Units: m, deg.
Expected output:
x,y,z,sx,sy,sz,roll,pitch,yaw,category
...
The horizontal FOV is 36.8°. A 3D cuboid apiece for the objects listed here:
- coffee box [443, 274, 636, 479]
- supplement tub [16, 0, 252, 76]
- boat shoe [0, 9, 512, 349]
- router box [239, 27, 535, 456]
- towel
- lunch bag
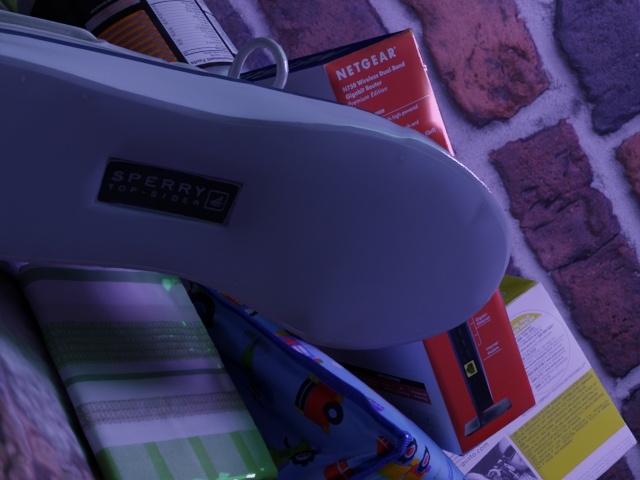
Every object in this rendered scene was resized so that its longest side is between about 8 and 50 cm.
x,y,z,sx,sy,sz,roll,pitch,yaw,category
0.241,0.275,1.614,0.334,0.338,0.338,57,-13,-12,coffee box
-0.188,-0.184,1.067,0.316,0.194,0.193,57,0,20,supplement tub
-0.067,-0.042,0.525,0.367,0.135,0.156,11,26,-30,boat shoe
0.000,0.000,0.814,0.335,0.082,0.301,5,-62,59,router box
-0.097,0.077,0.532,0.113,0.023,0.152,6,44,-48,towel
-0.049,0.105,0.687,0.293,0.138,0.221,46,-3,30,lunch bag
